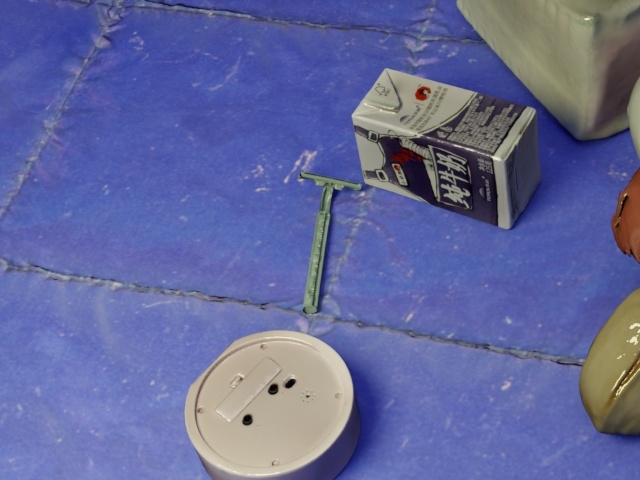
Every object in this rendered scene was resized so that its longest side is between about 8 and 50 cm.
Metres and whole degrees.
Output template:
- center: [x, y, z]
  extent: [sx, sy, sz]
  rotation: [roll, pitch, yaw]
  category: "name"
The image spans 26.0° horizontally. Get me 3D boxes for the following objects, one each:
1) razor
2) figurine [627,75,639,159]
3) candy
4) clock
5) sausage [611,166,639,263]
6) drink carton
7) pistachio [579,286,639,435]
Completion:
- center: [-0.001, 0.004, 1.780]
  extent: [0.084, 0.036, 0.211]
  rotation: [12, 57, -4]
  category: "razor"
- center: [0.577, -0.181, 1.694]
  extent: [0.394, 0.274, 0.226]
  rotation: [-22, 92, -27]
  category: "figurine"
- center: [0.318, -0.324, 1.869]
  extent: [0.145, 0.208, 0.358]
  rotation: [-22, 49, -14]
  category: "candy"
- center: [-0.054, 0.202, 1.603]
  extent: [0.197, 0.068, 0.197]
  rotation: [-6, 50, 7]
  category: "clock"
- center: [0.441, -0.008, 1.517]
  extent: [0.152, 0.152, 0.280]
  rotation: [-39, 32, -19]
  category: "sausage"
- center: [0.161, -0.120, 1.777]
  extent: [0.222, 0.134, 0.102]
  rotation: [20, 58, 26]
  category: "drink carton"
- center: [0.357, 0.131, 1.527]
  extent: [0.124, 0.185, 0.124]
  rotation: [20, 16, -6]
  category: "pistachio"
